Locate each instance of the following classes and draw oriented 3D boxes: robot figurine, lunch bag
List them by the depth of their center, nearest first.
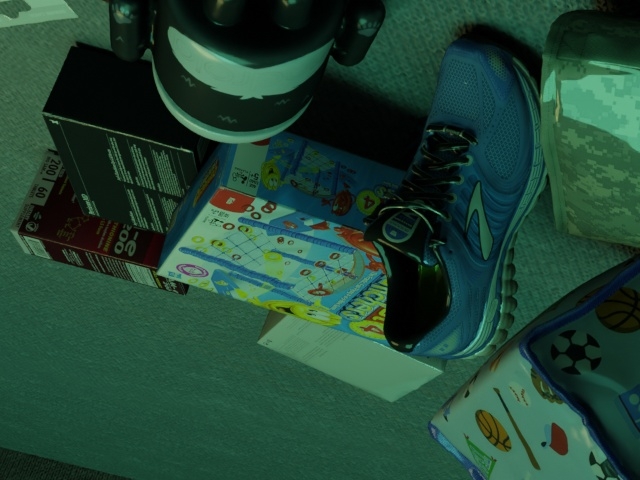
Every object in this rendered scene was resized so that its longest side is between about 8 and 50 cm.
[{"bbox_3d":[0.322,-0.102,1.394,0.235,0.168,0.287,13,160,17],"label":"lunch bag"},{"bbox_3d":[-0.071,-0.204,1.494,0.209,0.173,0.278,37,158,6],"label":"robot figurine"},{"bbox_3d":[0.353,0.129,1.639,0.239,0.385,0.328,53,156,6],"label":"lunch bag"}]

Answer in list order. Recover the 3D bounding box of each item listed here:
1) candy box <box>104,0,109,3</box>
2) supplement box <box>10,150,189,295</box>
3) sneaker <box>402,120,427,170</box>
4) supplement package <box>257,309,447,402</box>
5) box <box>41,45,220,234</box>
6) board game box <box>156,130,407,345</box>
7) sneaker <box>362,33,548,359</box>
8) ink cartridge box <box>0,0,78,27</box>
[{"bbox_3d":[-0.189,-0.293,1.541,0.109,0.053,0.186,23,158,-6],"label":"candy box"},{"bbox_3d":[-0.270,-0.024,2.100,0.240,0.130,0.073,14,156,14],"label":"supplement box"},{"bbox_3d":[0.183,-0.094,1.659,0.081,0.080,0.211,26,166,-35],"label":"sneaker"},{"bbox_3d":[0.057,0.086,2.047,0.203,0.149,0.194,25,157,-10],"label":"supplement package"},{"bbox_3d":[-0.208,-0.106,1.904,0.184,0.103,0.261,13,156,8],"label":"box"},{"bbox_3d":[0.000,0.000,1.779,0.302,0.086,0.308,18,157,-12],"label":"board game box"},{"bbox_3d":[0.128,-0.034,1.543,0.147,0.329,0.130,-7,-162,-44],"label":"sneaker"},{"bbox_3d":[-0.359,-0.312,1.606,0.181,0.056,0.224,0,144,38],"label":"ink cartridge box"}]
